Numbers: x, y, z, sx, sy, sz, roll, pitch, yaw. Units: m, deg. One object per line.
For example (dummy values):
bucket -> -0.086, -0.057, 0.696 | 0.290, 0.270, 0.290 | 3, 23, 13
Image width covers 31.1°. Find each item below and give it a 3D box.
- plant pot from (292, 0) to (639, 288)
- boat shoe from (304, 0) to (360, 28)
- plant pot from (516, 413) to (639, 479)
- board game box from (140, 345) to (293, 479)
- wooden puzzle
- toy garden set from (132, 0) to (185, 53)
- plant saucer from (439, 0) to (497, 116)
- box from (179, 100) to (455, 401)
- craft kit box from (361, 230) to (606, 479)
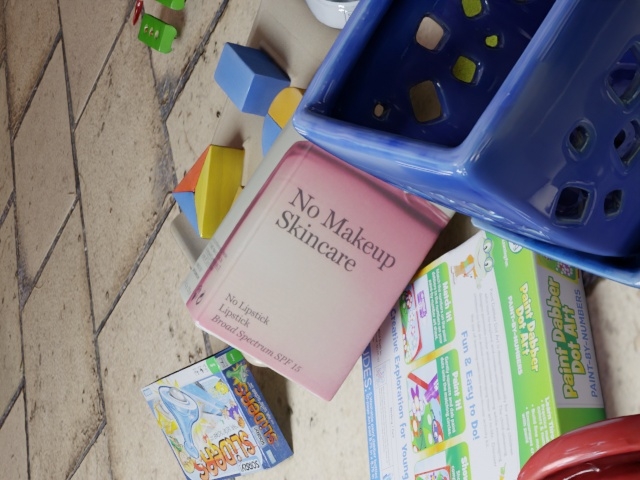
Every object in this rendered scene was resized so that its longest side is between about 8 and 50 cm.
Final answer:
plant pot -> 0.159, -0.107, 0.773 | 0.236, 0.212, 0.236 | -59, 30, -3
boat shoe -> -0.013, -0.350, 1.275 | 0.335, 0.121, 0.119 | 48, 153, 49
plant pot -> 0.200, 0.197, 0.648 | 0.191, 0.191, 0.174 | -39, 44, 49
board game box -> -0.122, 0.203, 1.307 | 0.201, 0.035, 0.136 | -30, 88, 54
wooden puzzle -> -0.063, -0.089, 1.251 | 0.347, 0.080, 0.322 | -63, 35, 20
toy garden set -> -0.230, -0.426, 1.801 | 0.204, 0.049, 0.244 | 38, 113, 57
plant saucer -> 0.164, -0.166, 0.997 | 0.188, 0.045, 0.188 | -11, 70, 59
box -> 0.000, 0.000, 1.033 | 0.232, 0.149, 0.127 | -57, 16, 2
craft kit box -> 0.124, 0.129, 0.948 | 0.246, 0.061, 0.249 | -40, 46, 52
